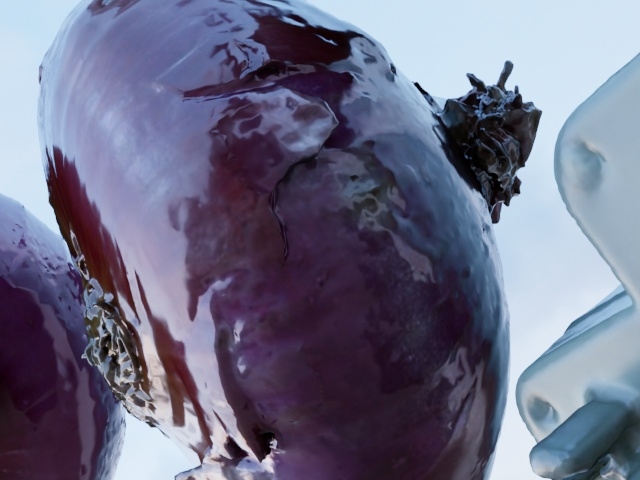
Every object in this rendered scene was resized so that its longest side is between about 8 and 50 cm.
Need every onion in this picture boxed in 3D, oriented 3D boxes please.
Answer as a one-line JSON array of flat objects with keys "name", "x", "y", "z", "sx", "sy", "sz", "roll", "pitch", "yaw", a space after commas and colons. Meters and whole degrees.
[{"name": "onion", "x": 0.000, "y": 0.000, "z": 0.659, "sx": 0.285, "sy": 0.347, "sz": 0.347, "roll": -29, "pitch": -30, "yaw": -10}, {"name": "onion", "x": -0.305, "y": 0.116, "z": 0.878, "sx": 0.345, "sy": 0.358, "sz": 0.358, "roll": -20, "pitch": 4, "yaw": 45}]

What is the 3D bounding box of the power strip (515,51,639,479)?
[{"name": "power strip", "x": 0.164, "y": 0.037, "z": 0.409, "sx": 0.141, "sy": 0.229, "sz": 0.261, "roll": -31, "pitch": -8, "yaw": -35}]
